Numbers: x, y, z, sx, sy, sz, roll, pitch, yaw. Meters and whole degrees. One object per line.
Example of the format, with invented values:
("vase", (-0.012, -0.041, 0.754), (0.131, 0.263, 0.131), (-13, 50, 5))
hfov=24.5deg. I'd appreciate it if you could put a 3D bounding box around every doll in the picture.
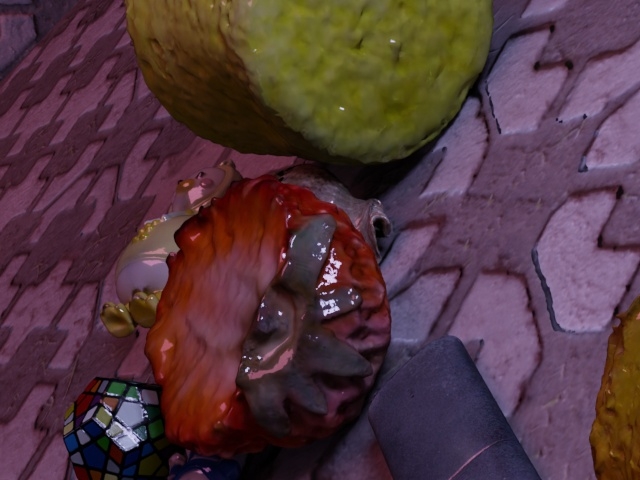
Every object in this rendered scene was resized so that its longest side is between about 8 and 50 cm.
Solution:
("doll", (-0.166, -0.001, 1.763), (0.141, 0.117, 0.296), (-26, 34, 39))
("doll", (-0.108, 0.220, 1.423), (0.114, 0.057, 0.227), (-30, 22, 28))

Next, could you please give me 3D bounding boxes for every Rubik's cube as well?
("Rubik's cube", (-0.206, 0.203, 1.546), (0.133, 0.133, 0.112), (-35, 2, 32))

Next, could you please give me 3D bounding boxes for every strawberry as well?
("strawberry", (-0.050, 0.075, 1.400), (0.336, 0.149, 0.265), (13, 87, 64))

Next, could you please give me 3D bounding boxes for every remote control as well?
("remote control", (0.115, 0.195, 1.075), (0.107, 0.044, 0.377), (-42, 25, 8))

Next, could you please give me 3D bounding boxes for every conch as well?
("conch", (0.000, 0.000, 1.526), (0.207, 0.130, 0.155), (7, 101, 43))

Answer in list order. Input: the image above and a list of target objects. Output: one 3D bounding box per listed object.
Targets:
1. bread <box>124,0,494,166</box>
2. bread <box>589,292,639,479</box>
("bread", (-0.012, -0.241, 1.574), (0.348, 0.348, 0.308), (-52, 28, -3))
("bread", (0.256, 0.084, 0.863), (0.260, 0.147, 0.160), (-46, 21, 10))
